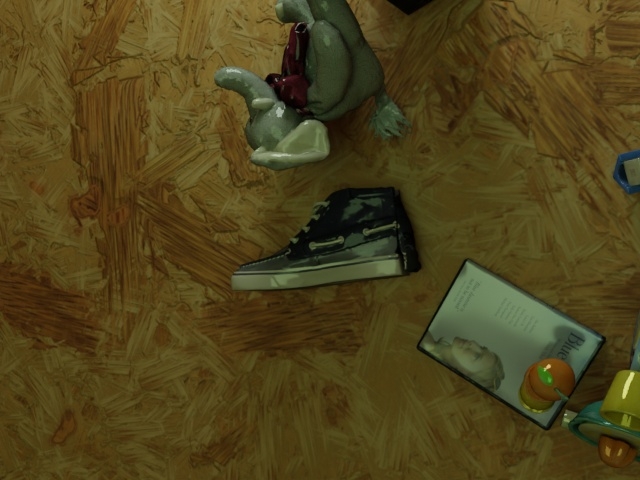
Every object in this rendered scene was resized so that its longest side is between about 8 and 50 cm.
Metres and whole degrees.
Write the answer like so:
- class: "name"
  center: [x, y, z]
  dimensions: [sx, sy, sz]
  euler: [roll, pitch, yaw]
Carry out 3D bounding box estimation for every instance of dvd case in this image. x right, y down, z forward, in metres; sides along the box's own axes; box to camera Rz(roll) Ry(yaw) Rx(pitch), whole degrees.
- class: "dvd case"
  center: [0.305, 0.168, 1.235]
  dimensions: [0.253, 0.022, 0.180]
  euler: [31, 105, 18]

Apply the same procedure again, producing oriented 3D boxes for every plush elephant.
- class: "plush elephant"
  center: [-0.042, -0.242, 1.224]
  dimensions: [0.255, 0.272, 0.330]
  euler: [-36, 104, -4]

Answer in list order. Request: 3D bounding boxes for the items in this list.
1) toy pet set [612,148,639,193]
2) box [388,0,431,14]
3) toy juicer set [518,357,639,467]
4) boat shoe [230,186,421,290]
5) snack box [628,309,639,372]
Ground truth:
- class: "toy pet set"
  center: [0.505, -0.102, 1.125]
  dimensions: [0.114, 0.065, 0.122]
  euler: [-15, 90, -12]
- class: "box"
  center: [0.119, -0.471, 1.137]
  dimensions: [0.143, 0.270, 0.165]
  euler: [-27, 83, 22]
- class: "toy juicer set"
  center: [0.388, 0.269, 1.077]
  dimensions: [0.209, 0.329, 0.089]
  euler: [9, 64, 35]
- class: "boat shoe"
  center: [0.000, 0.000, 1.312]
  dimensions: [0.341, 0.127, 0.158]
  euler: [-8, 84, 16]
- class: "snack box"
  center: [0.483, 0.102, 1.053]
  dimensions: [0.070, 0.207, 0.174]
  euler: [15, 97, 24]
